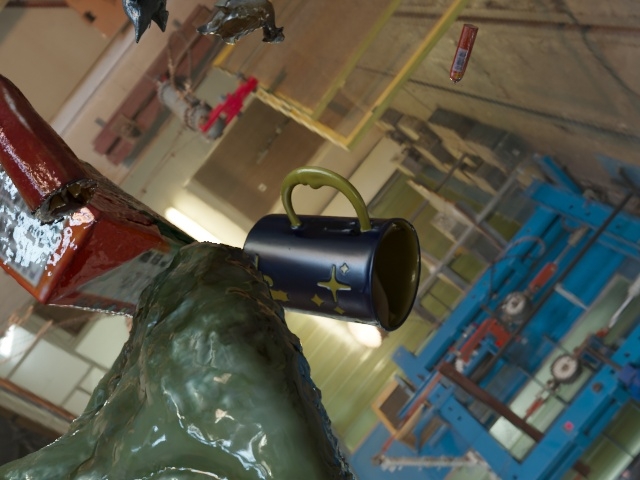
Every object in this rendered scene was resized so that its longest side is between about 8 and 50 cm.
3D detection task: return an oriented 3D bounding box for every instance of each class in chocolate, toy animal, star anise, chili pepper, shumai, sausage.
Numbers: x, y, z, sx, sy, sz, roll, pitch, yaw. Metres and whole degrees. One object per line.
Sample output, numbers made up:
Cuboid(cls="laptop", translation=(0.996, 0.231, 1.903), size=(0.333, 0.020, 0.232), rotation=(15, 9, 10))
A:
Cuboid(cls="chocolate", translation=(-0.388, -0.027, 1.082), size=(0.360, 0.161, 0.341), rotation=(32, -179, 23))
Cuboid(cls="toy animal", translation=(-0.183, -0.490, 1.560), size=(0.179, 0.188, 0.089), rotation=(40, -138, -46))
Cuboid(cls="star anise", translation=(-0.283, -0.407, 1.081), size=(0.204, 0.061, 0.181), rotation=(-48, -52, -63))
Cuboid(cls="chili pepper", translation=(-0.275, -0.100, 0.627), size=(0.169, 0.065, 0.088), rotation=(54, 163, 5))
Cuboid(cls="shumai", translation=(-0.143, 0.208, 0.522), size=(0.397, 0.323, 0.324), rotation=(36, 147, 64))
Cuboid(cls="sausage", translation=(0.304, -0.395, 1.471), size=(0.034, 0.129, 0.034), rotation=(8, -147, -5))

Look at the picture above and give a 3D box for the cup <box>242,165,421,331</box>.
Cuboid(cls="cup", translation=(0.011, 0.001, 1.112), size=(0.256, 0.255, 0.178), rotation=(6, -168, 31))
